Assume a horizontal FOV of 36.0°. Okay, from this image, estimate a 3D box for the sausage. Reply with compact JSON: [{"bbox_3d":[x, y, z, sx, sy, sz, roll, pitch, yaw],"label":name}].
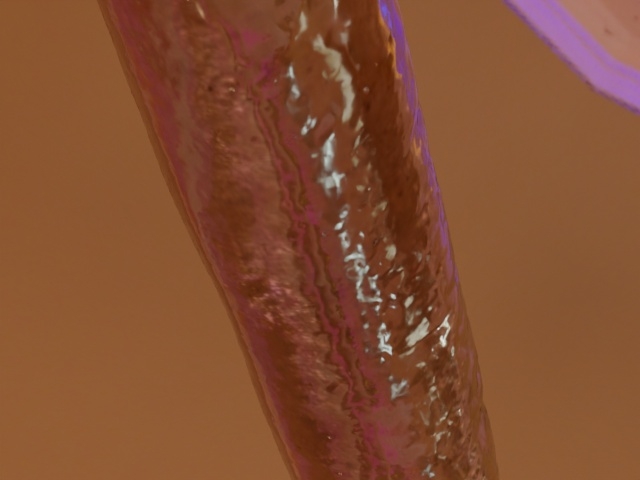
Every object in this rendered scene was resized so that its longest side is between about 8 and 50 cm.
[{"bbox_3d":[0.000,-0.002,0.470,0.123,0.500,0.136,-9,-143,10],"label":"sausage"}]
